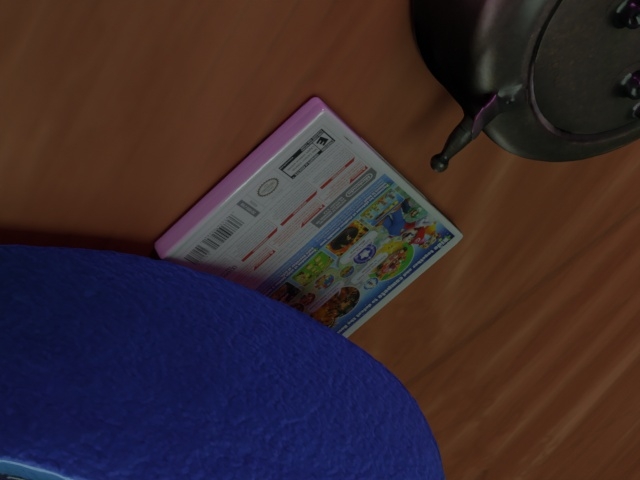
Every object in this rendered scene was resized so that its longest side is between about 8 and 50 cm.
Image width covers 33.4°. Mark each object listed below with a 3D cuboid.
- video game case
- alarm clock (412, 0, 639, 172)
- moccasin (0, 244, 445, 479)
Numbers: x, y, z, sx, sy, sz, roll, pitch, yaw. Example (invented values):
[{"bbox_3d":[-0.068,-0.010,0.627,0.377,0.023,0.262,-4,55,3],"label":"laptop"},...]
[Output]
[{"bbox_3d":[0.000,0.000,0.449,0.087,0.011,0.122,-42,140,10],"label":"video game case"},{"bbox_3d":[0.119,-0.099,0.390,0.192,0.064,0.129,-31,141,-7],"label":"alarm clock"},{"bbox_3d":[-0.121,0.071,0.372,0.341,0.138,0.117,14,128,-25],"label":"moccasin"}]
